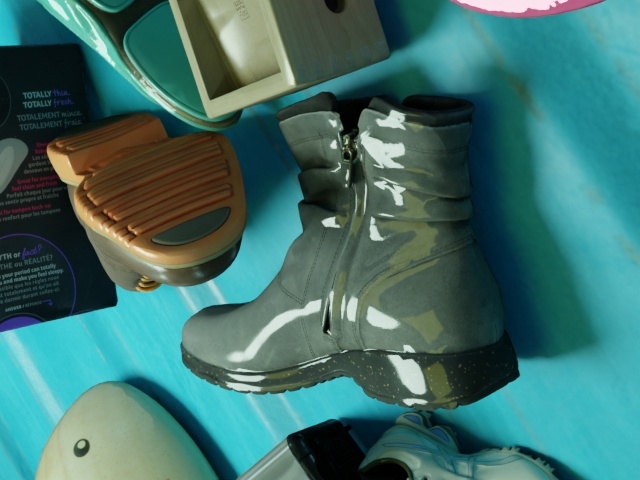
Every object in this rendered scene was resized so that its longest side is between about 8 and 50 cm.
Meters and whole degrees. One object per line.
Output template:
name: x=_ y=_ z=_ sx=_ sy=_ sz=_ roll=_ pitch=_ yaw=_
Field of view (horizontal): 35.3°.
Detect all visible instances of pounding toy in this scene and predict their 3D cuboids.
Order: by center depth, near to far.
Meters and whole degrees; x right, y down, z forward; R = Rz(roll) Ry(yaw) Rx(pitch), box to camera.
pounding toy: x=-0.019 y=-0.195 z=0.666 sx=0.206 sy=0.094 sz=0.181 roll=-7 pitch=103 yaw=57

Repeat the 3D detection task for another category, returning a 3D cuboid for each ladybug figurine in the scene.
ladybug figurine: x=-0.199 y=0.387 z=1.167 sx=0.305 sy=0.162 sz=0.449 roll=-17 pitch=99 yaw=51

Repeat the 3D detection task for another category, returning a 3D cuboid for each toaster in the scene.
toaster: x=0.009 y=0.245 z=0.826 sx=0.110 sy=0.186 sz=0.168 roll=-40 pitch=78 yaw=6

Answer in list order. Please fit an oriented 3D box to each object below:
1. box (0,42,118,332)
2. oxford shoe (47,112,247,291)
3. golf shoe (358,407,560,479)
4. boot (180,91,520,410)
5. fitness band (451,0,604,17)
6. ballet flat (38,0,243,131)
box: x=-0.324 y=-0.051 z=1.009 sx=0.143 sy=0.165 sz=0.270 roll=0 pitch=99 yaw=49
oxford shoe: x=-0.134 y=-0.016 z=0.848 sx=0.364 sy=0.130 sz=0.132 roll=37 pitch=146 yaw=63
golf shoe: x=0.108 y=0.194 z=0.770 sx=0.176 sy=0.086 sz=0.069 roll=13 pitch=119 yaw=42
boot: x=0.000 y=0.000 z=0.778 sx=0.338 sy=0.118 sz=0.222 roll=-5 pitch=101 yaw=42
fitness band: x=0.130 y=-0.229 z=0.500 sx=0.291 sy=0.054 sz=0.209 roll=-18 pitch=104 yaw=50
ballet flat: x=-0.155 y=-0.175 z=0.850 sx=0.247 sy=0.083 sz=0.087 roll=43 pitch=160 yaw=5
